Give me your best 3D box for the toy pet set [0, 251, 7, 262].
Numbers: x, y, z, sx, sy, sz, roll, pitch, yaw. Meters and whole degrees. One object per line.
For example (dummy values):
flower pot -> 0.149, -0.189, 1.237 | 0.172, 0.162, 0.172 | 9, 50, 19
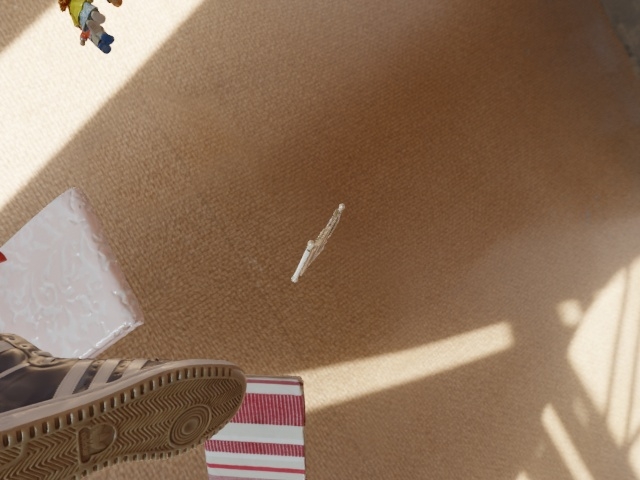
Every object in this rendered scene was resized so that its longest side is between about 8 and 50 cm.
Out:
toy pet set -> -0.452, 0.003, 0.539 | 0.122, 0.114, 0.065 | 57, 46, -17

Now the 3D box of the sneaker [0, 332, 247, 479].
sneaker -> -0.221, 0.148, 0.448 | 0.282, 0.153, 0.099 | -4, 108, -44

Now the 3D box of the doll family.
doll family -> -0.536, -0.594, 1.091 | 0.163, 0.118, 0.263 | 44, 101, 22

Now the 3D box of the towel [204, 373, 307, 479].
towel -> -0.150, 0.446, 1.048 | 0.237, 0.037, 0.329 | 1, 108, 5

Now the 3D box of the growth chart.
growth chart -> 0.000, 0.000, 1.131 | 0.021, 0.172, 0.237 | 31, 37, 5

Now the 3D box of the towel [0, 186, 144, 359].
towel -> -0.544, 0.108, 0.950 | 0.317, 0.053, 0.332 | -36, 74, 11
